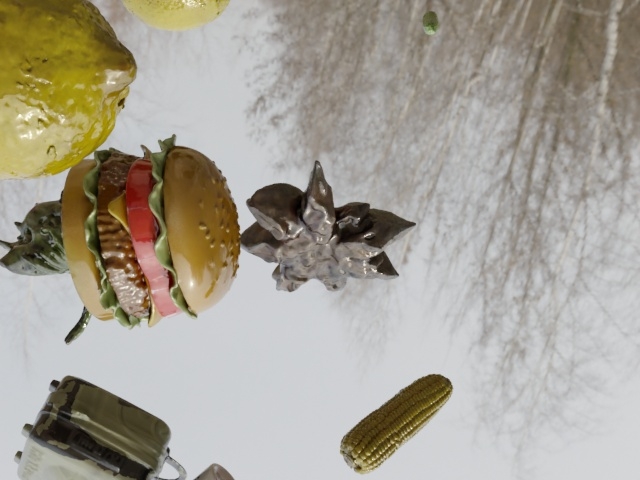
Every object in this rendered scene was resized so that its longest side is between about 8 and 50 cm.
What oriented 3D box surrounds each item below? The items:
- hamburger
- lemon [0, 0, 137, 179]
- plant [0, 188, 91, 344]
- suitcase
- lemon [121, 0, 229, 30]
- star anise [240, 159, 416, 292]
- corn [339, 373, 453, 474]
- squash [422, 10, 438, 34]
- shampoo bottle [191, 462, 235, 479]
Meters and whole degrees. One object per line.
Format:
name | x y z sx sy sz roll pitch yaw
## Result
hamburger | -0.223 -0.013 1.142 0.212 0.274 0.274 -8 -156 8
lemon | -0.360 -0.188 0.903 0.320 0.245 0.245 2 -156 8
plant | -0.599 0.045 1.859 0.251 0.333 0.180 -35 -129 -13
suitcase | -0.442 0.457 1.621 0.339 0.351 0.194 30 -128 -6
lemon | -0.359 -0.638 1.928 0.310 0.257 0.258 1 -156 8
star anise | 0.011 -0.009 1.361 0.315 0.315 0.108 13 -132 -2
corn | 0.127 0.298 1.320 0.231 0.080 0.080 -35 -131 -29
squash | 0.164 -0.323 1.187 0.027 0.027 0.089 14 -150 1
shampoo bottle | -0.287 0.548 1.487 0.092 0.303 0.092 49 -178 -2
